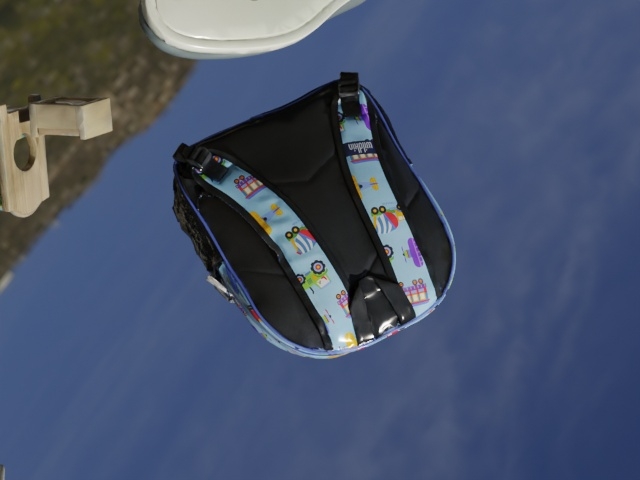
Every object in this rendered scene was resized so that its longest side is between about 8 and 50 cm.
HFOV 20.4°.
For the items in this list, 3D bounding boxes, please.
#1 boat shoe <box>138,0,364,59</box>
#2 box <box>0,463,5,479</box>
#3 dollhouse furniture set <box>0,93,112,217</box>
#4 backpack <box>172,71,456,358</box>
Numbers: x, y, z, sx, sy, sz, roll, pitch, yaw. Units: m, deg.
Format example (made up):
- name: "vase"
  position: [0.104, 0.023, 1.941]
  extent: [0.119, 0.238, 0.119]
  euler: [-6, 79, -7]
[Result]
- name: "boat shoe"
  position: [-0.051, -0.214, 1.566]
  extent: [0.319, 0.116, 0.099]
  euler: [-31, 176, -45]
- name: "box"
  position: [-0.374, 0.325, 1.759]
  extent: [0.275, 0.113, 0.094]
  euler: [-103, -157, -64]
- name: "dollhouse furniture set"
  position: [-0.289, -0.058, 1.466]
  extent: [0.182, 0.101, 0.161]
  euler: [5, -164, 27]
- name: "backpack"
  position: [0.000, 0.000, 1.173]
  extent: [0.158, 0.173, 0.117]
  euler: [-26, 162, -17]
